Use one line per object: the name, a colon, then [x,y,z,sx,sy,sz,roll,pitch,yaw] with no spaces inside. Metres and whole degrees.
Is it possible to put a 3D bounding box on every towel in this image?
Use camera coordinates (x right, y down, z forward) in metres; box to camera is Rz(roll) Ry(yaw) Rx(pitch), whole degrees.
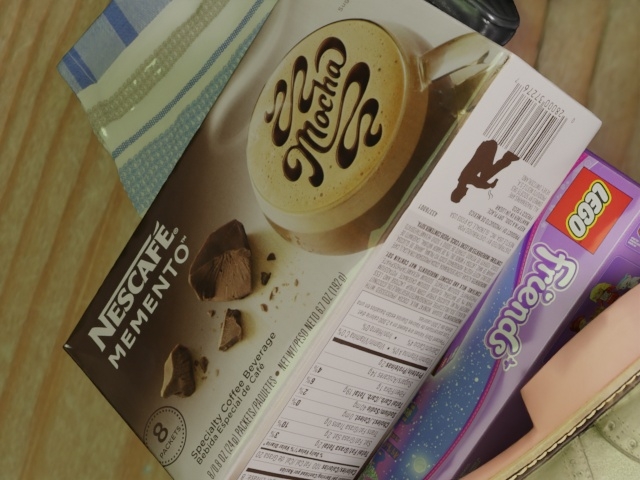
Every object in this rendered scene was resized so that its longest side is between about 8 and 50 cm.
towel: [-0.095,-0.121,0.995,0.209,0.034,0.285,-45,54,17]

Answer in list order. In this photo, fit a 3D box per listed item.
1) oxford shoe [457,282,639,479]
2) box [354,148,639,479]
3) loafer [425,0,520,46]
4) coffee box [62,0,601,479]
oxford shoe: [0.113,0.194,0.673,0.397,0.140,0.146,-52,59,16]
box: [0.062,0.050,0.804,0.201,0.057,0.293,42,103,39]
loafer: [0.048,-0.181,0.883,0.223,0.076,0.078,42,117,36]
coffee box: [0.000,0.000,0.752,0.168,0.119,0.297,41,102,38]
